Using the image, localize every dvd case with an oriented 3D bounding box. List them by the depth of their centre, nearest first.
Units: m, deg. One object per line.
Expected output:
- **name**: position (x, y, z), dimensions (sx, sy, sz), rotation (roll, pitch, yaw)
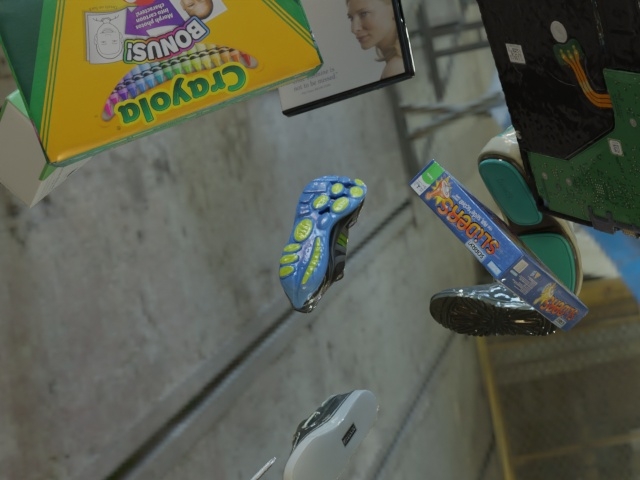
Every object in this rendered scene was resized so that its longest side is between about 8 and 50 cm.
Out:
- **dvd case**: position (0.014, -0.300, 1.666), dimensions (0.022, 0.180, 0.253), rotation (23, 54, -64)

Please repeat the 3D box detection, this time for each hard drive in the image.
- **hard drive**: position (0.260, -0.163, 1.239), dimensions (0.237, 0.064, 0.339), rotation (22, -44, 57)

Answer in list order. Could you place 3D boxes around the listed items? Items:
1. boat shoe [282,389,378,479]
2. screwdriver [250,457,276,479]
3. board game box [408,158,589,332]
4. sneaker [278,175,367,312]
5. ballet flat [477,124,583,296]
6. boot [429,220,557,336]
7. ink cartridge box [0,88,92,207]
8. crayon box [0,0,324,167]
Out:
- **boat shoe**: position (0.001, 0.281, 1.803), dimensions (0.219, 0.070, 0.077), rotation (-39, 117, -50)
- **screwdriver**: position (-0.092, 0.216, 0.950), dimensions (0.170, 0.024, 0.025), rotation (-47, 134, -19)
- **board game box**: position (0.174, 0.008, 1.247), dimensions (0.136, 0.035, 0.201), rotation (50, 10, 32)
- **sneaker**: position (0.000, 0.000, 1.431), dimensions (0.078, 0.067, 0.188), rotation (88, 20, -50)
- **ballet flat**: position (0.246, -0.031, 1.464), dimensions (0.086, 0.086, 0.248), rotation (-83, 154, -47)
- **boot**: position (0.247, 0.042, 1.812), dimensions (0.208, 0.190, 0.076), rotation (-83, -178, -47)
- **ink cartridge box**: position (-0.307, -0.166, 1.647), dimensions (0.092, 0.160, 0.219), rotation (43, 54, 2)
- **crayon box**: position (-0.156, -0.194, 1.255), dimensions (0.081, 0.278, 0.165), rotation (-169, -122, -85)
